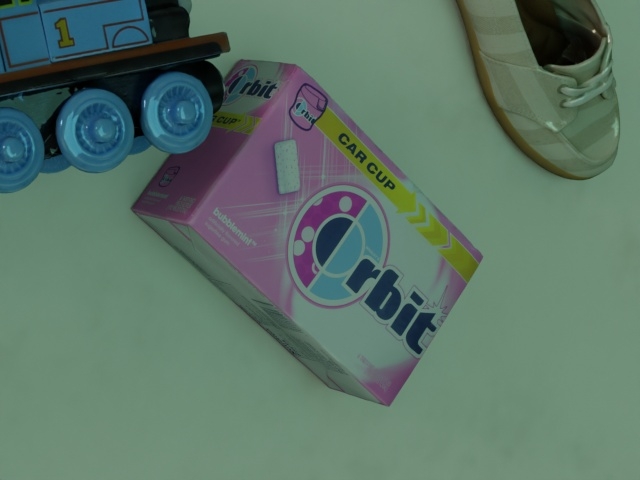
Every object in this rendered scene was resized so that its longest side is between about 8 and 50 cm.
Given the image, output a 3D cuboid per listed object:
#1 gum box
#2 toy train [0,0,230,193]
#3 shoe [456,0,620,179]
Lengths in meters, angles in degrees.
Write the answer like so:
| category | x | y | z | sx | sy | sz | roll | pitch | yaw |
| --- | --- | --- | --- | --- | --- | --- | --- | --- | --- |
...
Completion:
| category | x | y | z | sx | sy | sz | roll | pitch | yaw |
| --- | --- | --- | --- | --- | --- | --- | --- | --- | --- |
| gum box | 0.000 | 0.000 | 1.102 | 0.188 | 0.062 | 0.107 | 44 | 72 | -32 |
| toy train | -0.131 | -0.085 | 0.987 | 0.184 | 0.080 | 0.105 | -15 | 100 | -33 |
| shoe | 0.130 | -0.123 | 1.177 | 0.076 | 0.058 | 0.219 | -43 | 119 | -22 |
